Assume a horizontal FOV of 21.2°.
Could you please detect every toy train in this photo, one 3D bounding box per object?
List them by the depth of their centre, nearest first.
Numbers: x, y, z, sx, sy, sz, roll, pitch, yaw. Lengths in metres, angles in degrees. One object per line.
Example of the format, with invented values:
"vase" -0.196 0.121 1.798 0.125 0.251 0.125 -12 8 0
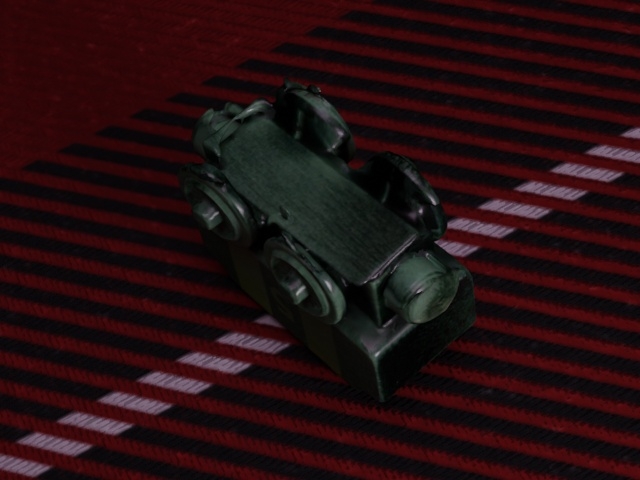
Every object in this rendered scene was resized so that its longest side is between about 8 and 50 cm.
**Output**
"toy train" 0.000 0.000 1.542 0.167 0.238 0.299 -39 59 -17
